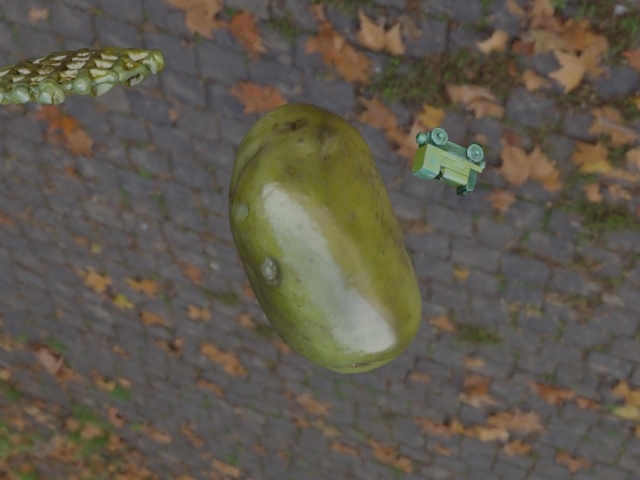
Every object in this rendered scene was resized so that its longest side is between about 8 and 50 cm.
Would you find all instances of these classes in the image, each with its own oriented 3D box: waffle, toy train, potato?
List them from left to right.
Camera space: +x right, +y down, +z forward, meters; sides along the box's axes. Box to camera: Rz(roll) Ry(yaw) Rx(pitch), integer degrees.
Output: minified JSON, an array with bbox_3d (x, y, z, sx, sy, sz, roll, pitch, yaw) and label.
[{"bbox_3d":[-0.245,-0.156,1.111,0.183,0.169,0.036,6,113,44],"label":"waffle"},{"bbox_3d":[0.001,0.000,1.059,0.148,0.197,0.228,-9,131,26],"label":"potato"},{"bbox_3d":[0.193,-0.119,1.771,0.122,0.081,0.050,22,155,-20],"label":"toy train"}]
